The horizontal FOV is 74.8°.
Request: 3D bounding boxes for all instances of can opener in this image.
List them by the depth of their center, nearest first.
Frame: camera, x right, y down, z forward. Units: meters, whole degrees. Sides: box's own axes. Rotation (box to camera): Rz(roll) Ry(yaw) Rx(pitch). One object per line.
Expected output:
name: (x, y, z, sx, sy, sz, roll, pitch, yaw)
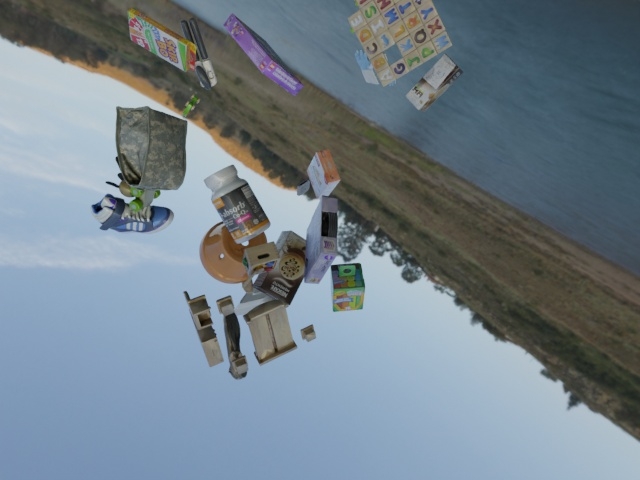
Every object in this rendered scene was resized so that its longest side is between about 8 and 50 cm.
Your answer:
can opener: (-0.524, -0.802, 1.809, 0.095, 0.076, 0.283, -119, 12, -57)

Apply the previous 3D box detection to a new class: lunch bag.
lunch bag: (-0.618, -0.323, 1.540, 0.169, 0.286, 0.235, 4, -175, 17)

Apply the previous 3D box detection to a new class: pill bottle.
pill bottle: (-0.324, -0.140, 1.619, 0.278, 0.162, 0.162, 61, -172, -11)

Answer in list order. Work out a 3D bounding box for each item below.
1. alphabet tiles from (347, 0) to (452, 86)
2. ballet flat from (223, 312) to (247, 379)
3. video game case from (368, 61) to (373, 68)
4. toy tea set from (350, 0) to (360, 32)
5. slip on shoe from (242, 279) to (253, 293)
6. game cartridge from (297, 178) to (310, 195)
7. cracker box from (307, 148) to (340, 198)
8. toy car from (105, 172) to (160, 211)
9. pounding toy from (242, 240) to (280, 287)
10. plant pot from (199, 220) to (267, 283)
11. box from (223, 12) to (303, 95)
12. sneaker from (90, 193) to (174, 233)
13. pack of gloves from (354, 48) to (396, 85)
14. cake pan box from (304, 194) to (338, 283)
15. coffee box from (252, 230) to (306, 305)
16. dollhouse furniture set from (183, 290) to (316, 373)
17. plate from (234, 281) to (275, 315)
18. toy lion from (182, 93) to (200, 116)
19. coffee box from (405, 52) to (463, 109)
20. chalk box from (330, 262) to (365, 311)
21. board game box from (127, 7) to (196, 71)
alphabet tiles: (0.190, -0.548, 1.060, 0.237, 0.198, 0.009, 57, -150, -15)
ballet flat: (-0.315, 0.368, 1.484, 0.084, 0.058, 0.249, 3, -107, -70)
video game case: (0.229, -0.764, 1.603, 0.019, 0.157, 0.143, 17, 158, -9)
toy tea set: (0.126, -0.928, 1.590, 0.200, 0.124, 0.335, 42, -138, -58)
slip on shoe: (-0.338, 0.182, 1.934, 0.052, 0.135, 0.041, -4, -169, -16)
game cartridge: (-0.077, -0.233, 1.856, 0.017, 0.056, 0.083, 23, -140, 25)
cracker box: (0.010, -0.305, 1.949, 0.232, 0.067, 0.155, 136, 115, -71)
toy car: (-0.808, -0.237, 1.792, 0.188, 0.149, 0.155, 25, -144, 3)
pounding toy: (-0.226, 0.089, 1.515, 0.141, 0.130, 0.100, -16, -110, -21)
plant pot: (-0.357, 0.029, 1.818, 0.291, 0.290, 0.203, 28, 153, -20)
box: (-0.203, -0.667, 1.509, 0.293, 0.057, 0.201, 54, -159, 22)
sneaker: (-0.865, -0.127, 1.893, 0.323, 0.130, 0.236, -7, 155, 11)
pack of gloves: (0.282, -0.870, 2.084, 0.195, 0.046, 0.232, 24, 169, 32)
cake pan box: (0.000, 0.000, 1.561, 0.070, 0.267, 0.245, 7, -122, -13)
coffee box: (-0.158, 0.123, 1.910, 0.168, 0.297, 0.119, 33, 164, -23)
dollhouse furniture set: (-0.219, 0.229, 1.337, 0.356, 0.303, 0.174, -21, -145, -20)
plate: (-0.295, 0.260, 2.135, 0.045, 0.278, 0.277, 58, -144, -21)
toy lion: (-0.507, -0.511, 1.613, 0.034, 0.096, 0.100, 36, -143, -22)
coffee box: (0.535, -0.735, 1.965, 0.098, 0.246, 0.141, 50, -151, 7)
chalk box: (0.149, 0.247, 2.354, 0.180, 0.289, 0.179, -5, -131, -2)
board game box: (-0.577, -0.725, 1.529, 0.260, 0.039, 0.124, 28, 149, -4)
